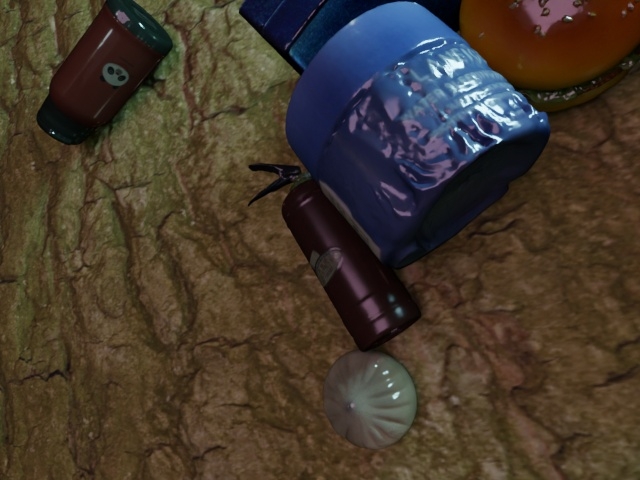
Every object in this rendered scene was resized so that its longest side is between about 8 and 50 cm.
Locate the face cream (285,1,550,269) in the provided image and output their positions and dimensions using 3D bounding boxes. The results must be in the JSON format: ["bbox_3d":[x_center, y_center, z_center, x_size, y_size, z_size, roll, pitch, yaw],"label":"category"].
[{"bbox_3d":[0.116,-0.119,0.539,0.249,0.249,0.225,-43,70,14],"label":"face cream"}]

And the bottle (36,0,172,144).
[{"bbox_3d":[-0.477,-0.347,0.922,0.336,0.144,0.144,-41,67,14],"label":"bottle"}]

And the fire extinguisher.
[{"bbox_3d":[0.000,0.000,0.646,0.138,0.102,0.344,-28,68,-10],"label":"fire extinguisher"}]

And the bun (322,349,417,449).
[{"bbox_3d":[0.058,0.220,0.598,0.138,0.094,0.138,-6,77,28],"label":"bun"}]

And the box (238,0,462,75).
[{"bbox_3d":[0.075,-0.322,0.582,0.279,0.261,0.116,-48,66,11],"label":"box"}]

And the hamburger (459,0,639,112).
[{"bbox_3d":[0.286,-0.291,0.526,0.246,0.170,0.246,-3,83,26],"label":"hamburger"}]
